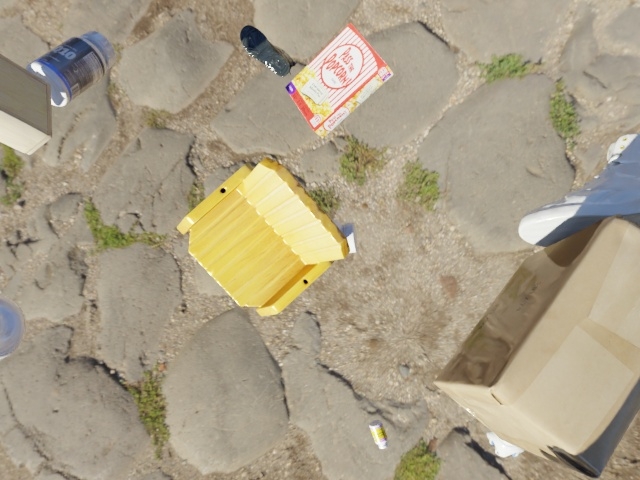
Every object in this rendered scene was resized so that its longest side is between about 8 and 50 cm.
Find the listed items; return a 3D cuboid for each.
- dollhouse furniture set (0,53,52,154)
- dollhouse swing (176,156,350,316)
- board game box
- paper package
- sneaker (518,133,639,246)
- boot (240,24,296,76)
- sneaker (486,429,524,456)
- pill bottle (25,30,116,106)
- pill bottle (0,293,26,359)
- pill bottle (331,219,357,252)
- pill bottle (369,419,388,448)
[{"bbox_3d":[-0.474,-0.131,0.548,0.242,0.161,0.212,-30,60,17],"label":"dollhouse furniture set"},{"bbox_3d":[-0.151,0.010,1.155,0.315,0.305,0.347,-42,101,-5],"label":"dollhouse swing"},{"bbox_3d":[0.035,-0.333,0.966,0.193,0.045,0.147,-40,61,16],"label":"board game box"},{"bbox_3d":[0.373,0.160,0.740,0.168,0.309,0.325,38,78,8],"label":"paper package"},{"bbox_3d":[0.501,-0.089,0.817,0.292,0.108,0.169,-11,53,28],"label":"sneaker"},{"bbox_3d":[-0.099,-0.367,0.897,0.121,0.099,0.045,39,112,-17],"label":"boot"},{"bbox_3d":[0.549,0.499,1.353,0.130,0.322,0.237,21,94,18],"label":"sneaker"},{"bbox_3d":[-0.420,-0.297,0.790,0.078,0.078,0.137,19,52,14],"label":"pill bottle"},{"bbox_3d":[-0.537,0.153,0.700,0.184,0.103,0.103,-27,73,30],"label":"pill bottle"},{"bbox_3d":[0.000,0.000,1.409,0.215,0.121,0.121,-5,77,11],"label":"pill bottle"},{"bbox_3d":[0.192,0.634,1.510,0.043,0.043,0.084,-20,92,6],"label":"pill bottle"}]
